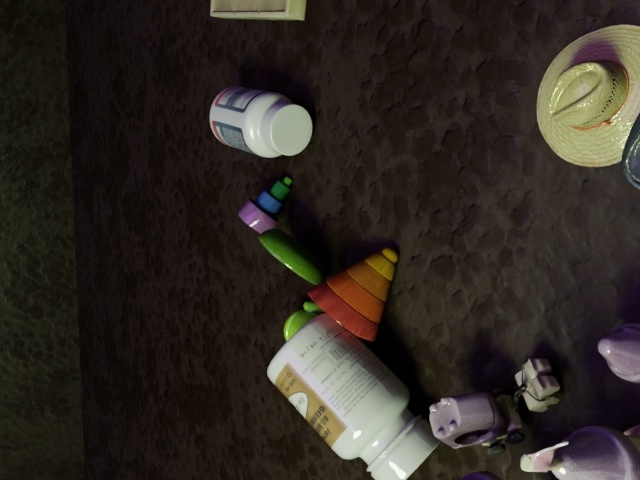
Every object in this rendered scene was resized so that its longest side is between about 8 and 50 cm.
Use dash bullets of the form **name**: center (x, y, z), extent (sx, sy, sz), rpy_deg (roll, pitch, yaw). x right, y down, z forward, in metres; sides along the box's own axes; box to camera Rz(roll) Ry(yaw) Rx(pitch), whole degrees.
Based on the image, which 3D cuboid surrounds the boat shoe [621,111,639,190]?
- **boat shoe**: center (0.332, -0.125, 0.450), extent (0.095, 0.079, 0.254), rpy_deg (49, 133, 10)

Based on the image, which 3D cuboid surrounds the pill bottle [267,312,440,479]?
- **pill bottle**: center (0.047, 0.220, 0.804), extent (0.229, 0.131, 0.131), rpy_deg (44, 129, 19)

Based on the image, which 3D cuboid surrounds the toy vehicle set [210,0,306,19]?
- **toy vehicle set**: center (-0.110, -0.473, 1.019), extent (0.267, 0.035, 0.165), rpy_deg (26, 115, 48)

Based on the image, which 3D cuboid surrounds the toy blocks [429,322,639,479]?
- **toy blocks**: center (0.176, 0.215, 0.492), extent (0.288, 0.260, 0.308), rpy_deg (-52, 36, 38)

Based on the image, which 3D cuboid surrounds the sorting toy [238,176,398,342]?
- **sorting toy**: center (0.000, 0.000, 0.915), extent (0.126, 0.127, 0.365), rpy_deg (-52, 46, 6)

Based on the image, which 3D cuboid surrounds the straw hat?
- **straw hat**: center (0.257, -0.142, 0.569), extent (0.145, 0.061, 0.144), rpy_deg (10, 103, 51)

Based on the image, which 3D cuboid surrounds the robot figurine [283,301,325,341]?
- **robot figurine**: center (-0.014, 0.151, 0.952), extent (0.115, 0.067, 0.101), rpy_deg (12, 98, 51)

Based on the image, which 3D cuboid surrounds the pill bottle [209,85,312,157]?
- **pill bottle**: center (-0.098, -0.196, 0.983), extent (0.180, 0.108, 0.107), rpy_deg (26, 114, 48)
